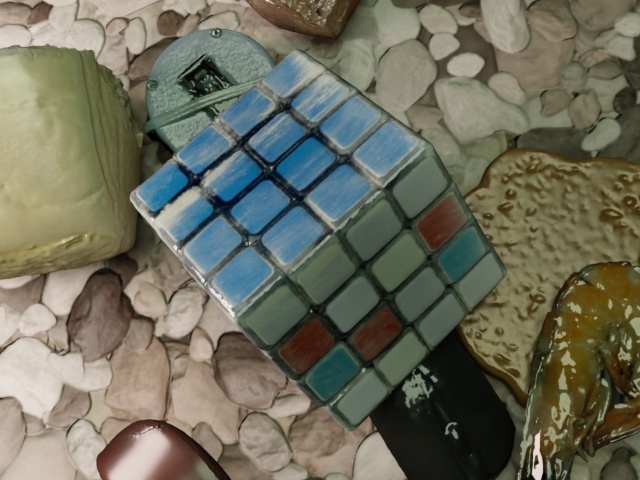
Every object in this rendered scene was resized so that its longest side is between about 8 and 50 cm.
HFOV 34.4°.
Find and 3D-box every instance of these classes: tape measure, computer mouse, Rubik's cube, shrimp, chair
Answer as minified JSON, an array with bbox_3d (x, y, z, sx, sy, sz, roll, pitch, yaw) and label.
[{"bbox_3d":[-0.128,-0.168,1.280,0.181,0.107,0.182,41,84,7],"label":"tape measure"},{"bbox_3d":[0.113,0.167,1.176,0.138,0.086,0.269,-33,76,-4],"label":"computer mouse"},{"bbox_3d":[-0.001,-0.001,1.104,0.259,0.253,0.256,-44,46,-5],"label":"Rubik's cube"},{"bbox_3d":[0.300,0.172,1.116,0.164,0.062,0.316,21,77,7],"label":"shrimp"},{"bbox_3d":[-0.234,0.380,1.074,0.226,0.226,0.401,42,83,14],"label":"chair"}]

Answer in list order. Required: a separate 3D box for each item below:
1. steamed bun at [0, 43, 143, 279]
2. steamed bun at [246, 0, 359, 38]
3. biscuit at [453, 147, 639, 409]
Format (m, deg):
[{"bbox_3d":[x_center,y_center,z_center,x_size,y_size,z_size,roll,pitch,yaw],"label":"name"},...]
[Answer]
[{"bbox_3d":[-0.362,-0.098,1.198,0.291,0.272,0.273,-19,74,6],"label":"steamed bun"},{"bbox_3d":[-0.027,-0.344,1.318,0.175,0.106,0.144,30,79,10],"label":"steamed bun"},{"bbox_3d":[0.312,0.050,1.203,0.352,0.057,0.311,5,78,6],"label":"biscuit"}]
